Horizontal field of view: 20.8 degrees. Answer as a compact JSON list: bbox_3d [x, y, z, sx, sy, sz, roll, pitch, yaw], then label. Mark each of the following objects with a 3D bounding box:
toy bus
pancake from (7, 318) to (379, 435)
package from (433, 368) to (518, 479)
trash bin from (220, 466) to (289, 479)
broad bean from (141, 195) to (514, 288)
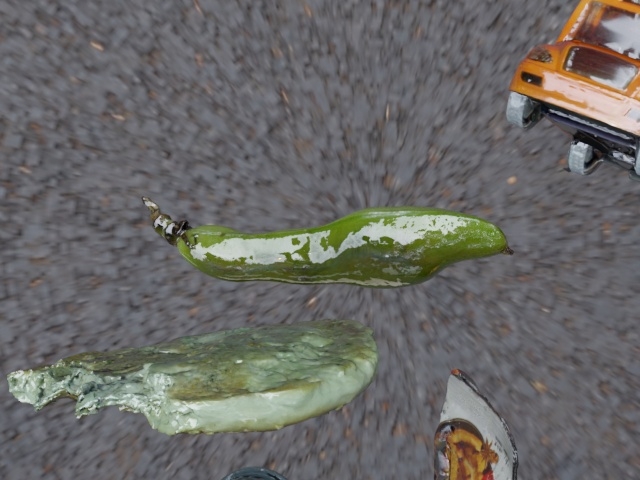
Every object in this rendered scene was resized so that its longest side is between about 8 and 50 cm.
[{"bbox_3d":[0.278,-0.124,1.510,0.143,0.329,0.153,23,92,23],"label":"toy bus"},{"bbox_3d":[-0.038,0.044,0.598,0.116,0.129,0.022,-10,99,-28],"label":"pancake"},{"bbox_3d":[0.130,0.243,1.447,0.030,0.154,0.239,-7,114,-17],"label":"package"},{"bbox_3d":[-0.112,0.331,1.831,0.175,0.161,0.175,-1,89,37],"label":"trash bin"},{"bbox_3d":[-0.001,0.006,1.446,0.325,0.067,0.075,0,107,14],"label":"broad bean"}]
